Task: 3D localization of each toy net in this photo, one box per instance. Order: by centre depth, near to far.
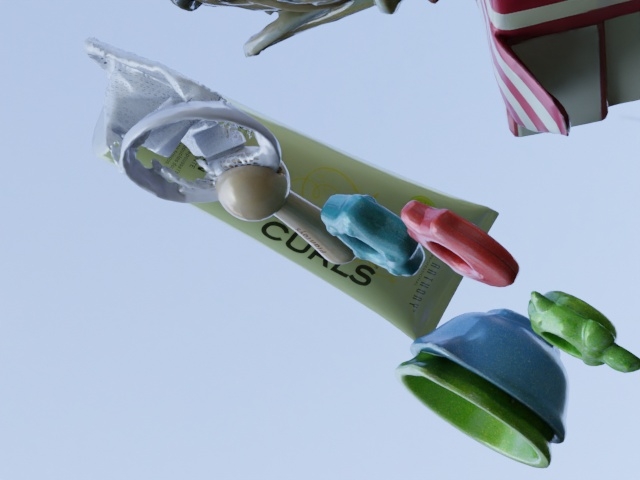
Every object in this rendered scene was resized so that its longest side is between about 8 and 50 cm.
[{"bbox_3d":[0.000,0.000,0.571,0.232,0.122,0.045,33,-101,4],"label":"toy net"}]

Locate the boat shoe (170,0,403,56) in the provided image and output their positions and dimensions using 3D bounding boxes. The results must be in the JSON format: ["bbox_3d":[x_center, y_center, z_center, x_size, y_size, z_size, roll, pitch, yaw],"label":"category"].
[{"bbox_3d":[-0.005,-0.086,0.346,0.104,0.089,0.285,-41,-9,10],"label":"boat shoe"}]

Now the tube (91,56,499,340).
[{"bbox_3d":[-0.011,-0.026,0.897,0.240,0.070,0.062,27,-133,-24],"label":"tube"}]

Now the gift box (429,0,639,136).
[{"bbox_3d":[0.148,-0.202,0.687,0.258,0.276,0.255,-11,-36,6],"label":"gift box"}]
